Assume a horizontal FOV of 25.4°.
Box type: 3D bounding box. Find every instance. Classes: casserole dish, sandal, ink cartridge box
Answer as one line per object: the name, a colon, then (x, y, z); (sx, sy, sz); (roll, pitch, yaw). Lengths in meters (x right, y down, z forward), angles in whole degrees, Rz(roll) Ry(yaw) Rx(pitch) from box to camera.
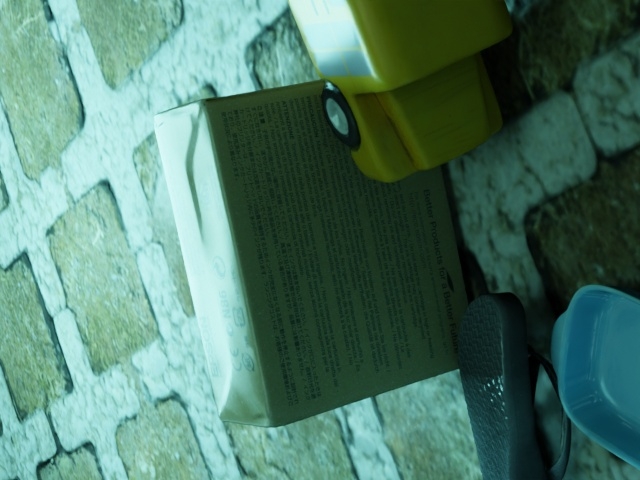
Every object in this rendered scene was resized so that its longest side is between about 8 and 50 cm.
casserole dish: (0.226, 0.095, 0.902); (0.188, 0.037, 0.114); (30, 125, 47)
sandal: (0.147, 0.147, 1.017); (0.097, 0.055, 0.254); (-129, 26, -65)
ink cartridge box: (0.000, 0.000, 1.044); (0.088, 0.193, 0.234); (-8, 95, 57)

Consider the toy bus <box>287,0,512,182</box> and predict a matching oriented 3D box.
toy bus: (0.030, -0.206, 0.928); (0.332, 0.108, 0.130); (67, 162, -13)
